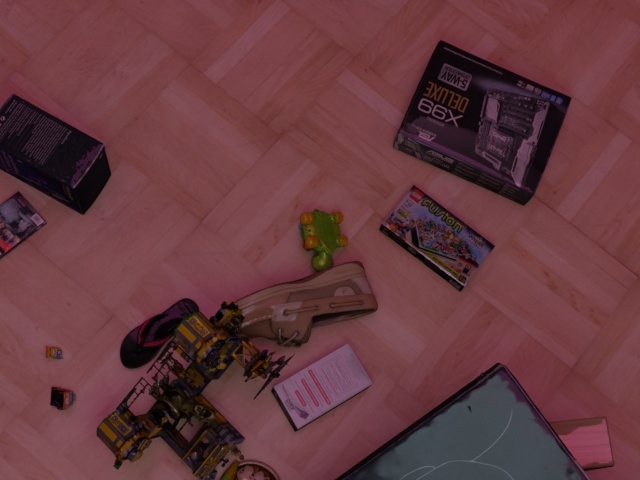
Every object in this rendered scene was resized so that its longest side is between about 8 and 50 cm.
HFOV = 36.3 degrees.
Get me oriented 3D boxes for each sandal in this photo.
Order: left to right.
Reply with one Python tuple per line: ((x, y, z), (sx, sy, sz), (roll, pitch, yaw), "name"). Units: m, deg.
((-0.307, 0.169, 1.843), (0.179, 0.040, 0.067), (-40, 80, -17), "sandal")

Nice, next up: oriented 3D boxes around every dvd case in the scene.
((-0.605, -0.028, 1.891), (0.119, 0.013, 0.087), (-42, 80, -16), "dvd case")

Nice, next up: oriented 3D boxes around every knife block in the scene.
((0.345, 0.379, 1.747), (0.242, 0.275, 0.088), (7, 69, -35), "knife block")

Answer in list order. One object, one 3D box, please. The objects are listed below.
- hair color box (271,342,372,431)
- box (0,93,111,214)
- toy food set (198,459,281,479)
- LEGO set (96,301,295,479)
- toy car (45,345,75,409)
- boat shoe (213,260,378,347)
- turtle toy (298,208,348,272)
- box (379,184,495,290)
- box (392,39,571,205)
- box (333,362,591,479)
((0.002, 0.276, 1.836), (0.167, 0.053, 0.093), (-28, 78, -16), "hair color box")
((-0.519, -0.162, 1.872), (0.207, 0.153, 0.108), (29, 71, 4), "box")
((-0.129, 0.462, 1.764), (0.192, 0.038, 0.132), (30, 71, 4), "toy food set")
((-0.197, 0.288, 1.673), (0.192, 0.255, 0.331), (41, 91, 17), "LEGO set")
((-0.471, 0.250, 1.791), (0.040, 0.060, 0.122), (3, 75, -39), "toy car")
((-0.055, 0.142, 1.838), (0.341, 0.122, 0.110), (-20, 74, -14), "boat shoe")
((0.000, 0.000, 1.920), (0.095, 0.066, 0.130), (-1, 72, -32), "turtle toy")
((0.234, -0.006, 1.965), (0.207, 0.036, 0.114), (37, 71, 7), "box")
((0.336, -0.246, 2.037), (0.307, 0.076, 0.243), (25, 71, 2), "box")
((0.243, 0.523, 1.558), (0.471, 0.297, 0.480), (-36, 77, 3), "box")
